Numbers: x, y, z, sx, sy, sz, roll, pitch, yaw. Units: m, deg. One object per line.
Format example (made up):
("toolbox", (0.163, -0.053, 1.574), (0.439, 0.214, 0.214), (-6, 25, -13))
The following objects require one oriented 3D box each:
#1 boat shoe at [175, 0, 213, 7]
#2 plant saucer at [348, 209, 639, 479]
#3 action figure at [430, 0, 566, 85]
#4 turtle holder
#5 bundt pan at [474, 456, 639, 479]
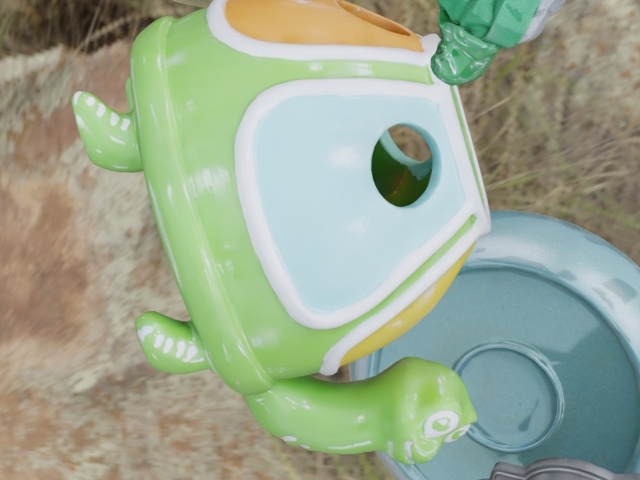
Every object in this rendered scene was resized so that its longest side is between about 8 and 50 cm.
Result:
("boat shoe", (-0.110, -0.198, 1.247), (0.133, 0.049, 0.042), (14, 82, -34))
("plant saucer", (0.165, 0.130, 1.484), (0.317, 0.044, 0.317), (7, 109, 22))
("action figure", (0.121, -0.176, 0.848), (0.063, 0.137, 0.232), (15, 117, -42))
("turtle holder", (-0.005, -0.009, 1.121), (0.227, 0.243, 0.320), (-15, 77, 7))
("bundt pan", (0.219, 0.324, 1.305), (0.331, 0.331, 0.124), (42, 52, -5))
